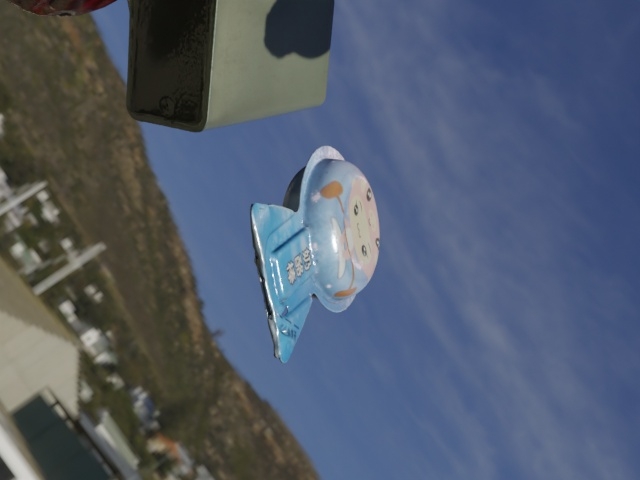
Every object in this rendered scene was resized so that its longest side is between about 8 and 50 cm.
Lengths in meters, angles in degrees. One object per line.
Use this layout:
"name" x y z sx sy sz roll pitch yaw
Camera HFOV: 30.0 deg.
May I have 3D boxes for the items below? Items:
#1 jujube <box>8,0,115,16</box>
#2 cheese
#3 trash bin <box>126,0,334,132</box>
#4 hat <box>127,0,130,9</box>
"jujube" -0.229 -0.314 1.103 0.183 0.183 0.243 50 -41 12
"cheese" 0.000 0.000 0.942 0.052 0.244 0.135 -7 -77 21
"trash bin" -0.097 -0.220 1.380 0.122 0.240 0.164 15 -73 32
"hat" -0.212 -0.372 2.052 0.382 0.366 0.257 95 0 -47
